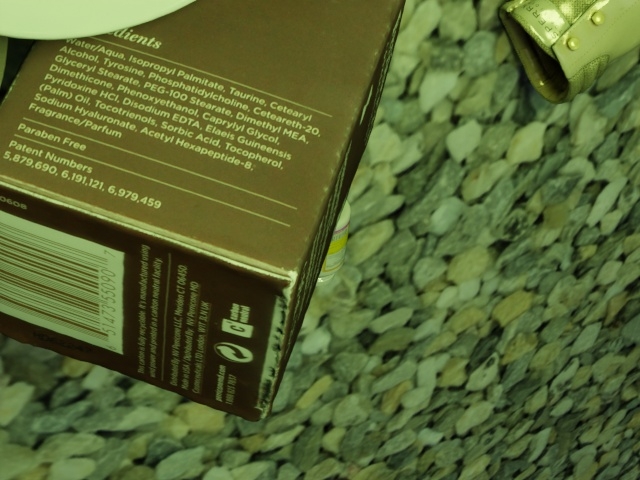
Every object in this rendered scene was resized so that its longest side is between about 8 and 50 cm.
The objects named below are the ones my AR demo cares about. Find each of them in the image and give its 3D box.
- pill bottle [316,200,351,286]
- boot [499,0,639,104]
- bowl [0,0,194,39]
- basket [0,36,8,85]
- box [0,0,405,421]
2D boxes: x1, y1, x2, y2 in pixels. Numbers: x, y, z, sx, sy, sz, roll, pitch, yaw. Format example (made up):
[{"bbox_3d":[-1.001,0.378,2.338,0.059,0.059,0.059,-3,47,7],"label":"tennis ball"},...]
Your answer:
[{"bbox_3d":[0.000,0.000,1.122,0.043,0.043,0.083,-25,146,-25],"label":"pill bottle"},{"bbox_3d":[0.232,-0.225,1.041,0.203,0.095,0.262,-35,155,-7],"label":"boot"},{"bbox_3d":[-0.110,-0.244,0.588,0.297,0.134,0.298,-29,143,-24],"label":"bowl"},{"bbox_3d":[-0.268,-0.095,0.608,0.226,0.154,0.204,-6,131,-49],"label":"basket"},{"bbox_3d":[-0.068,-0.045,0.746,0.168,0.167,0.203,103,7,-59],"label":"box"}]
